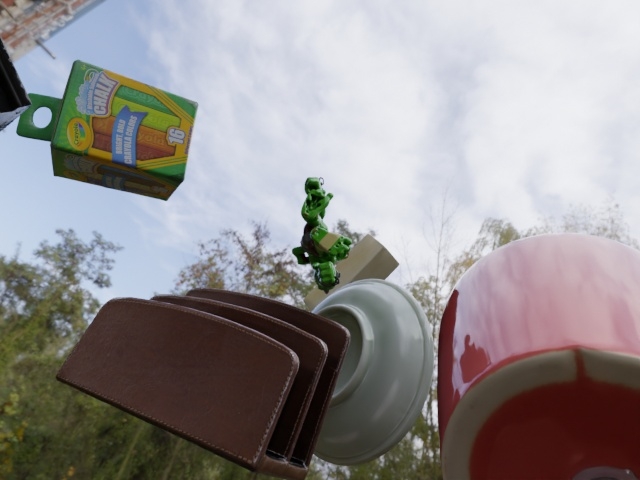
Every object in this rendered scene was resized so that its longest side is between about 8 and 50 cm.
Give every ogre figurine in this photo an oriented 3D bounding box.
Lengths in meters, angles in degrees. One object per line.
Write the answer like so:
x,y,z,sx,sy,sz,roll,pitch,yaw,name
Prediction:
0.000,0.000,0.694,0.197,0.097,0.118,58,-16,29,ogre figurine

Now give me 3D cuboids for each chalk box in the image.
-0.416,-0.210,0.824,0.289,0.180,0.179,12,-15,-29,chalk box

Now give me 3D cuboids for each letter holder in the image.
-0.138,0.145,0.559,0.302,0.214,0.152,10,-28,25,letter holder

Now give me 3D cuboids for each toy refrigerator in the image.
0.086,0.117,1.199,0.102,0.269,0.094,44,0,-40,toy refrigerator

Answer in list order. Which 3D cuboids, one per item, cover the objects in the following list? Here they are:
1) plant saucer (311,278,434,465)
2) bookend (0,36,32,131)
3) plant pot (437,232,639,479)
0.043,0.252,0.899,0.401,0.400,0.101,-12,-36,44,plant saucer
-0.380,-0.124,0.376,0.156,0.157,0.072,-2,-68,42,bookend
0.223,0.143,0.368,0.275,0.243,0.274,4,-80,23,plant pot
